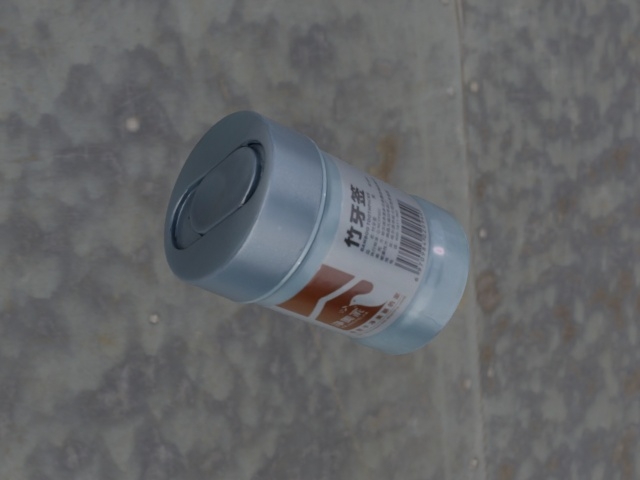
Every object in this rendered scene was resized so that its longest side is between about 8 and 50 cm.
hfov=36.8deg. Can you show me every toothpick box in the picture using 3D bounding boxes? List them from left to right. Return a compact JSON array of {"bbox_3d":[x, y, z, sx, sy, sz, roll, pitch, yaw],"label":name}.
[{"bbox_3d":[0.000,0.000,0.557,0.153,0.101,0.101,23,79,-35],"label":"toothpick box"}]
